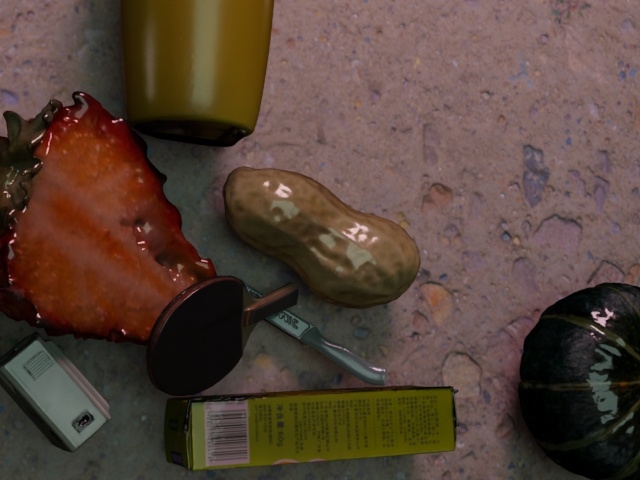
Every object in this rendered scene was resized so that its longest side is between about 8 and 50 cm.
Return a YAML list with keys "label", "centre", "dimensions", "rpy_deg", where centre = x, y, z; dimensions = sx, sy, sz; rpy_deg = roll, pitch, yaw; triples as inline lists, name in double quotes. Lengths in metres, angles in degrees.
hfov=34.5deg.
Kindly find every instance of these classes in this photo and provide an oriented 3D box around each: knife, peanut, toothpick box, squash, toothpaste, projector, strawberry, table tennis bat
- label: "knife"
  centre: [-0.013, 0.111, 1.207]
  dimensions: [0.210, 0.015, 0.028]
  rpy_deg: [31, 89, 2]
- label: "peanut"
  centre: [0.000, 0.000, 1.198]
  dimensions: [0.257, 0.123, 0.123]
  rpy_deg: [27, 74, -17]
- label: "toothpick box"
  centre: [-0.138, -0.241, 1.145]
  dimensions: [0.175, 0.175, 0.271]
  rpy_deg: [4, 85, -22]
- label: "squash"
  centre: [0.369, 0.180, 1.302]
  dimensions: [0.252, 0.165, 0.252]
  rpy_deg: [4, 79, -24]
- label: "toothpaste"
  centre: [-0.011, 0.209, 1.172]
  dimensions: [0.328, 0.110, 0.077]
  rpy_deg: [1, 82, -22]
- label: "projector"
  centre: [-0.277, 0.152, 1.050]
  dimensions: [0.061, 0.147, 0.115]
  rpy_deg: [-44, 100, -22]
- label: "strawberry"
  centre: [-0.255, -0.011, 1.087]
  dimensions: [0.280, 0.150, 0.253]
  rpy_deg: [17, 65, -52]
- label: "table tennis bat"
  centre: [-0.103, 0.093, 1.124]
  dimensions: [0.220, 0.019, 0.130]
  rpy_deg: [-23, 126, -44]
